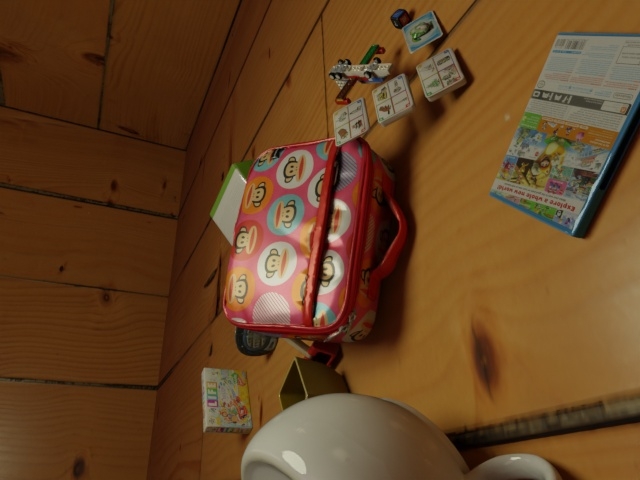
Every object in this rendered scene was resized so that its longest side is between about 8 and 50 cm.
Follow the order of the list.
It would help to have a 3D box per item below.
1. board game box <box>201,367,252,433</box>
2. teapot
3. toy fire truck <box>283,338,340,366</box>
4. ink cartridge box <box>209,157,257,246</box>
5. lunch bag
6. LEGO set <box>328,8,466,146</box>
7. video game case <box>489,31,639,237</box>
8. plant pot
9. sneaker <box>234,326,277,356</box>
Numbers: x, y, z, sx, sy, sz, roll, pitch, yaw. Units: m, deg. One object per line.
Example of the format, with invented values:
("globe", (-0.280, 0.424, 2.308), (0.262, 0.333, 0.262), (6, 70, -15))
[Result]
("board game box", (-0.215, 0.363, 1.133), (0.154, 0.104, 0.026), (-109, 37, -49))
("teapot", (0.060, 0.244, 0.474), (0.256, 0.187, 0.252), (35, 135, 37))
("toy fire truck", (-0.053, 0.122, 0.828), (0.047, 0.192, 0.135), (-64, -1, 34))
("ink cartridge box", (-0.128, -0.033, 1.148), (0.255, 0.097, 0.188), (52, 136, 15))
("lunch bag", (0.000, 0.000, 0.718), (0.258, 0.120, 0.292), (-2, 71, 33))
("LEGO set", (0.100, -0.239, 0.719), (0.183, 0.060, 0.244), (-25, 45, 22))
("video game case", (0.224, -0.099, 0.447), (0.119, 0.015, 0.166), (51, 125, 60))
("plant pot", (-0.005, 0.230, 0.734), (0.081, 0.083, 0.081), (-118, 43, -56))
("sneaker", (-0.139, 0.092, 1.061), (0.129, 0.111, 0.296), (-125, 44, -70))
